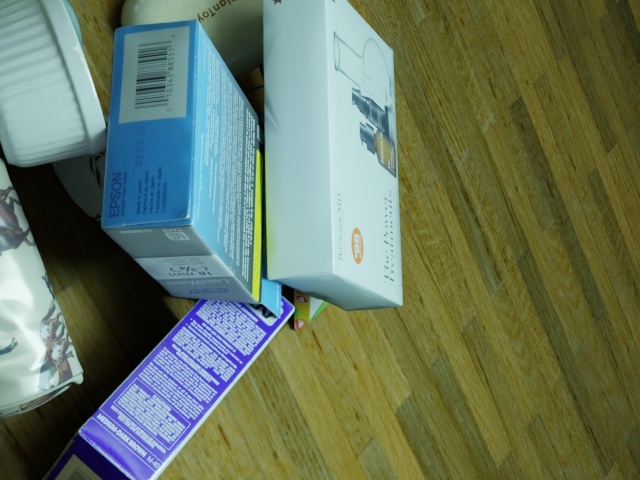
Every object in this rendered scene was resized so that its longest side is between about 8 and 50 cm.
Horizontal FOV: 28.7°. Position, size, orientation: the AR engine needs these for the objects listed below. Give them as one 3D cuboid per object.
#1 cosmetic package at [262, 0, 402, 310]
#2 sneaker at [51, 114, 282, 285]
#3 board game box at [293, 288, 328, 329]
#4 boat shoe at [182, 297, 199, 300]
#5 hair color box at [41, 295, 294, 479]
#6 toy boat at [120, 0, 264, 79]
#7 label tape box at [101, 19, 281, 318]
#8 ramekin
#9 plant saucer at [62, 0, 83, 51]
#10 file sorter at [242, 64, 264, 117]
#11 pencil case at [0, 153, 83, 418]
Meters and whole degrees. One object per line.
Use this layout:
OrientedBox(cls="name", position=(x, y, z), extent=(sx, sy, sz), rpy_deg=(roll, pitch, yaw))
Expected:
OrientedBox(cls="cosmetic package", position=(0.020, -0.113, 1.635), extent=(0.284, 0.097, 0.377), rpy_deg=(25, 61, -65))
OrientedBox(cls="sneaker", position=(-0.182, -0.092, 1.642), extent=(0.366, 0.137, 0.210), rpy_deg=(31, 35, -21))
OrientedBox(cls="board game box", position=(0.000, 0.000, 1.832), extent=(0.124, 0.039, 0.259), rpy_deg=(-43, 142, -51))
OrientedBox(cls="boat shoe", position=(-0.126, 0.067, 1.719), extent=(0.207, 0.073, 0.073), rpy_deg=(-2, 81, -50))
OrientedBox(cls="hair color box", position=(-0.186, 0.191, 1.516), extent=(0.110, 0.185, 0.339), rpy_deg=(42, 46, 1))
OrientedBox(cls="toy boat", position=(-0.168, -0.371, 1.694), extent=(0.318, 0.267, 0.148), rpy_deg=(61, -3, -5))
OrientedBox(cls="label tape box", position=(-0.137, -0.064, 1.442), extent=(0.333, 0.106, 0.240), rpy_deg=(57, 31, -65))
OrientedBox(cls="ramekin", position=(-0.315, -0.177, 1.347), extent=(0.109, 0.207, 0.207), rpy_deg=(-20, 99, -13))
OrientedBox(cls="plant saucer", position=(-0.338, -0.209, 1.493), extent=(0.195, 0.037, 0.195), rpy_deg=(-41, 140, -47))
OrientedBox(cls="file sorter", position=(-0.071, -0.187, 1.812), extent=(0.118, 0.104, 0.170), rpy_deg=(-30, 104, -57))
OrientedBox(cls="pencil case", position=(-0.404, 0.001, 1.331), extent=(0.183, 0.160, 0.410), rpy_deg=(-22, 99, -23))
